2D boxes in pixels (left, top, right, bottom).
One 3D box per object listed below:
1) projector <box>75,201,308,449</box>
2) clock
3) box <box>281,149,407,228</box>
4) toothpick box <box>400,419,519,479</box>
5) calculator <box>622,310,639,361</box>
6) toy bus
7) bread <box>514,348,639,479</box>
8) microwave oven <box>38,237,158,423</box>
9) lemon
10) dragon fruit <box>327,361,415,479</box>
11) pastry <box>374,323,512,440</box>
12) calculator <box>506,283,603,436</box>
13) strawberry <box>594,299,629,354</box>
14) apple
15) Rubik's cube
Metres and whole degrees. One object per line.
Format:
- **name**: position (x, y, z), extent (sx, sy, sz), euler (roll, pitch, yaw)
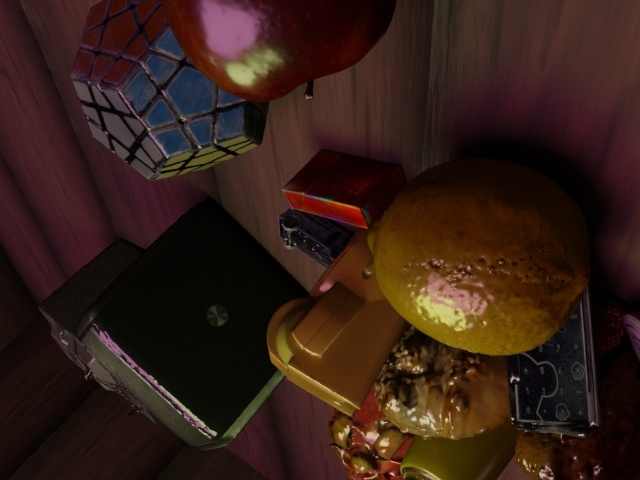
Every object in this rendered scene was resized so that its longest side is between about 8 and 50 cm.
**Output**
- **projector**: position (-0.266, 0.188, 1.775), extent (0.405, 0.395, 0.242), euler (44, 152, -6)
- **clock**: position (0.063, 0.109, 1.325), extent (0.200, 0.317, 0.244), euler (37, 165, 5)
- **box**: position (0.037, -0.087, 1.300), extent (0.175, 0.112, 0.048), euler (15, 142, 39)
- **toothpick box**: position (0.266, 0.357, 1.456), extent (0.175, 0.271, 0.175), euler (31, 150, 20)
- **calculator**: position (0.507, 0.207, 1.097), extent (0.294, 0.043, 0.194), euler (53, -179, -30)
- **toy bus**: position (0.000, 0.000, 1.509), extent (0.167, 0.076, 0.073), euler (34, 150, 20)
- **bread**: position (0.411, 0.296, 1.219), extent (0.232, 0.247, 0.135), euler (53, 160, -25)
- **microwave oven**: position (-0.515, 0.241, 2.217), extent (0.432, 0.374, 0.236), euler (24, 149, 40)
- **lemon**: position (0.206, 0.018, 1.068), extent (0.310, 0.258, 0.258), euler (8, 139, 28)
- **dragon fruit**: position (0.143, 0.374, 1.651), extent (0.314, 0.263, 0.296), euler (24, 147, 32)
- **pastry**: position (0.210, 0.210, 1.338), extent (0.162, 0.255, 0.310), euler (47, 147, -16)
- **calculator**: position (0.324, 0.135, 1.144), extent (0.165, 0.028, 0.274), euler (-18, 72, 60)
- **strawberry**: position (0.409, 0.122, 1.163), extent (0.073, 0.073, 0.083), euler (39, 139, 6)
- **apple**: position (-0.062, -0.319, 0.928), extent (0.288, 0.288, 0.317), euler (-8, 115, 56)
- **Rubik's cube**: position (-0.219, -0.248, 1.235), extent (0.319, 0.319, 0.264), euler (57, 176, -26)
